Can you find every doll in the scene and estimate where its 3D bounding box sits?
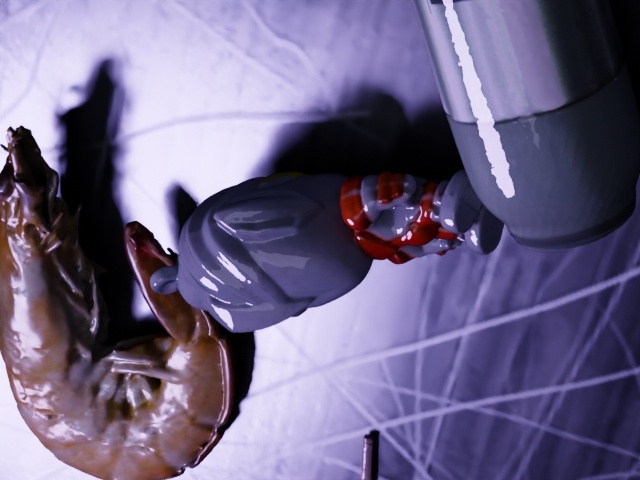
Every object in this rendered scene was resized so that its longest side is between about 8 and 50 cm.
[{"bbox_3d":[0.000,0.000,0.858,0.180,0.079,0.094,-12,154,24],"label":"doll"}]

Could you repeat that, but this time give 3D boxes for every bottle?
[{"bbox_3d":[0.068,-0.119,0.749,0.096,0.079,0.253,24,138,60],"label":"bottle"}]

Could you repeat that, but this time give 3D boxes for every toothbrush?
[{"bbox_3d":[0.024,0.144,0.973,0.006,0.008,0.097,5,121,7],"label":"toothbrush"}]

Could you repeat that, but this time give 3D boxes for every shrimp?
[{"bbox_3d":[-0.114,0.038,0.947,0.133,0.053,0.236,7,125,25],"label":"shrimp"}]
